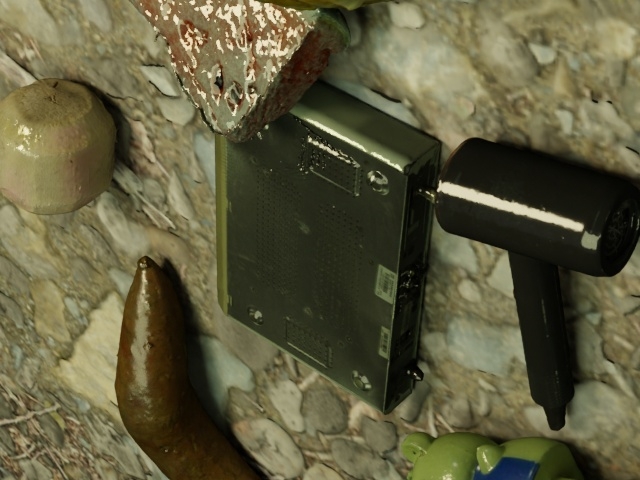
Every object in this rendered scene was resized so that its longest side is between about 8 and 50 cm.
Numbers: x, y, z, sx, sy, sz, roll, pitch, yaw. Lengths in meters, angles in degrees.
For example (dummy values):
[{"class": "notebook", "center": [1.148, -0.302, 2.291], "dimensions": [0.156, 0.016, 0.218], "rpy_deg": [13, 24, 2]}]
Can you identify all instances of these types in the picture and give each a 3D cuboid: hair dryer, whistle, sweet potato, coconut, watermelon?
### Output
[{"class": "hair dryer", "center": [0.168, 0.047, 1.117], "dimensions": [0.128, 0.070, 0.255], "rpy_deg": [17, 139, 35]}, {"class": "whistle", "center": [0.155, 0.199, 1.230], "dimensions": [0.227, 0.085, 0.105], "rpy_deg": [4, 133, 43]}, {"class": "sweet potato", "center": [-0.125, 0.174, 1.503], "dimensions": [0.108, 0.079, 0.346], "rpy_deg": [-12, 116, 36]}, {"class": "coconut", "center": [-0.230, -0.074, 1.383], "dimensions": [0.110, 0.110, 0.124], "rpy_deg": [32, 137, 22]}, {"class": "watermelon", "center": [-0.059, -0.142, 1.150], "dimensions": [0.187, 0.071, 0.139], "rpy_deg": [17, 111, 30]}]

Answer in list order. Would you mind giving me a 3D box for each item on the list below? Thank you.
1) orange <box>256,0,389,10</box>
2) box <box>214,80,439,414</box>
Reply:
[{"class": "orange", "center": [-0.039, -0.285, 0.897], "dimensions": [0.271, 0.210, 0.368], "rpy_deg": [16, 132, 25]}, {"class": "box", "center": [0.000, 0.000, 1.250], "dimensions": [0.211, 0.045, 0.270], "rpy_deg": [31, 139, 26]}]
